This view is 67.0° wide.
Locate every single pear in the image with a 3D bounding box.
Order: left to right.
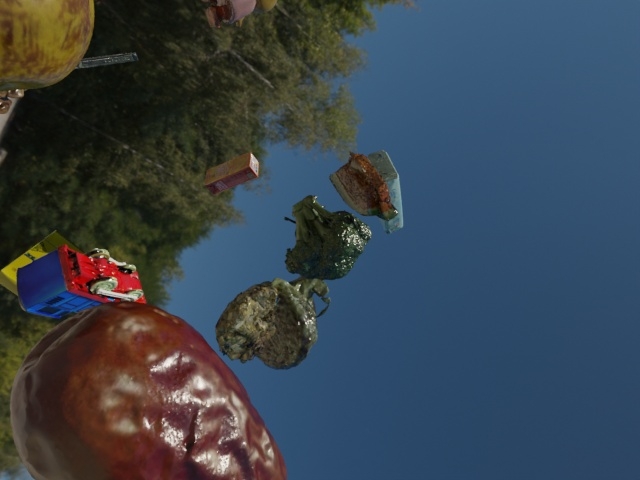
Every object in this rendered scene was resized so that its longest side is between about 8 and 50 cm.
[{"bbox_3d":[-0.434,-0.317,0.593,0.280,0.280,0.281,-36,-140,37],"label":"pear"}]

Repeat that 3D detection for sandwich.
[{"bbox_3d":[0.114,-0.137,1.315,0.079,0.159,0.235,-32,-109,-15],"label":"sandwich"}]

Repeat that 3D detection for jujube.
[{"bbox_3d":[-0.176,0.211,0.535,0.223,0.318,0.223,-34,-162,13],"label":"jujube"}]

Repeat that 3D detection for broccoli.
[{"bbox_3d":[0.000,0.000,1.597,0.303,0.284,0.321,-27,170,-14],"label":"broccoli"}]

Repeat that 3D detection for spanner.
[{"bbox_3d":[-0.700,-0.520,1.424,0.026,0.325,0.093,61,-30,17],"label":"spanner"}]

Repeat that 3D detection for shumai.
[{"bbox_3d":[-0.132,0.319,2.032,0.394,0.348,0.396,8,-75,32],"label":"shumai"}]

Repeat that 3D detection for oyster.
[{"bbox_3d":[-0.219,0.261,1.534,0.092,0.198,0.260,11,-116,48],"label":"oyster"}]

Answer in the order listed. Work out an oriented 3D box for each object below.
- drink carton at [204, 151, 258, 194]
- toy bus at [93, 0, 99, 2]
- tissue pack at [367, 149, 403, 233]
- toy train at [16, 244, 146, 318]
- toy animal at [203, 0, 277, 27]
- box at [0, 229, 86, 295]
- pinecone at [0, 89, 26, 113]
[{"bbox_3d":[-0.368,-0.277,2.007,0.222,0.071,0.096,-18,-131,18],"label":"drink carton"},{"bbox_3d":[-0.759,-0.924,1.584,0.183,0.200,0.344,-19,-136,-11],"label":"toy bus"},{"bbox_3d":[0.243,-0.178,1.783,0.089,0.264,0.177,-15,-133,-2],"label":"tissue pack"},{"bbox_3d":[-0.398,0.080,0.836,0.130,0.204,0.083,-26,-111,1],"label":"toy train"},{"bbox_3d":[-0.258,-0.847,1.662,0.281,0.196,0.169,-35,-134,-29],"label":"toy animal"},{"bbox_3d":[-0.711,0.080,1.282,0.041,0.153,0.279,-45,-163,14],"label":"box"},{"bbox_3d":[-0.936,-0.495,1.187,0.384,0.384,0.385,-36,-140,37],"label":"pinecone"}]
